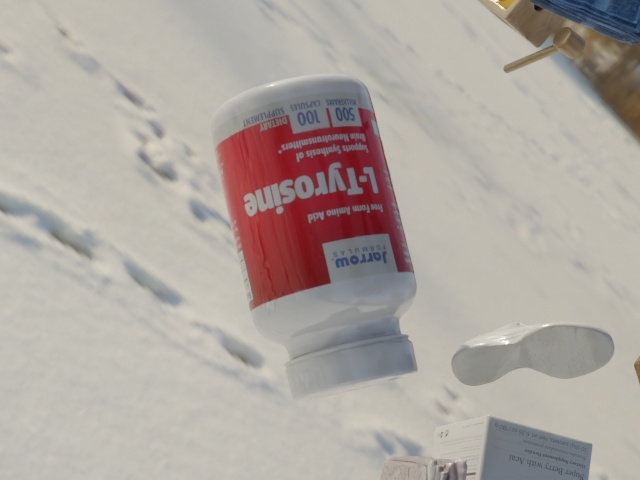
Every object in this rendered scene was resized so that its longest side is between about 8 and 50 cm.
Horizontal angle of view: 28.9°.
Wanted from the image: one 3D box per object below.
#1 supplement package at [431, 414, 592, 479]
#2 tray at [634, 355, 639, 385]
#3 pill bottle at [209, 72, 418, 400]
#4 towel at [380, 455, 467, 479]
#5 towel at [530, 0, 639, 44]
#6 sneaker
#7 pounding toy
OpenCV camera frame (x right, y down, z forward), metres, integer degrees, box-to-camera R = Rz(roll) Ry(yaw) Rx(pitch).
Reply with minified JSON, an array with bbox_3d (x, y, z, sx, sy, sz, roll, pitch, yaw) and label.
[{"bbox_3d":[0.253,0.417,1.760,0.178,0.292,0.175,17,-19,-17],"label":"supplement package"},{"bbox_3d":[0.435,0.125,1.248,0.411,0.076,0.202,-33,108,-51],"label":"tray"},{"bbox_3d":[0.000,0.000,1.677,0.229,0.229,0.407,9,65,-66],"label":"pill bottle"},{"bbox_3d":[0.101,0.436,1.559,0.053,0.331,0.317,12,-13,-6],"label":"towel"},{"bbox_3d":[0.279,-0.247,1.263,0.119,0.067,0.029,24,-32,8],"label":"towel"},{"bbox_3d":[0.281,0.135,1.639,0.094,0.212,0.080,-51,130,-65],"label":"sneaker"},{"bbox_3d":[0.294,-0.330,1.753,0.094,0.181,0.206,32,13,-36],"label":"pounding toy"}]
